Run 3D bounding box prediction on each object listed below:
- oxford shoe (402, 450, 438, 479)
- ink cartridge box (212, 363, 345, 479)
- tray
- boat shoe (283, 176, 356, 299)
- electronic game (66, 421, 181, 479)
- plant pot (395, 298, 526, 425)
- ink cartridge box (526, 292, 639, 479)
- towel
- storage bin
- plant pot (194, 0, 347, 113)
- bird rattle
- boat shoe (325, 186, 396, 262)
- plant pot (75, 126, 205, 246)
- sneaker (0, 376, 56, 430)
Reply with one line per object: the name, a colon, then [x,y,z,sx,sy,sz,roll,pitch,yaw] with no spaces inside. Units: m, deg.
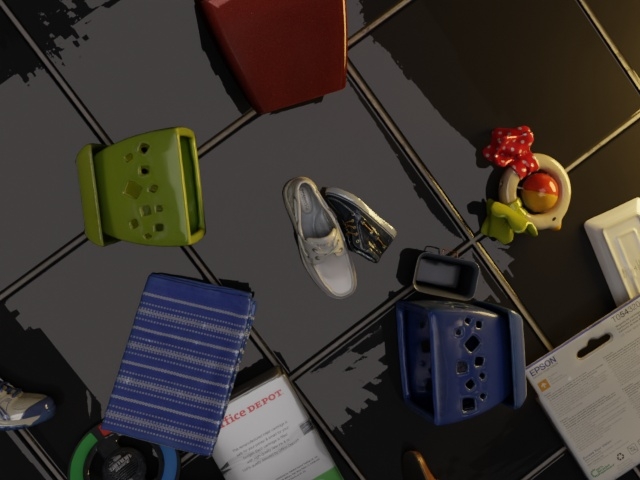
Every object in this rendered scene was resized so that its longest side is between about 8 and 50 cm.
oxford shoe: [0.241,0.544,1.974,0.076,0.076,0.212,-26,94,-35]
ink cartridge box: [-0.102,0.433,1.889,0.211,0.121,0.289,-28,96,-3]
tray: [0.696,0.055,2.009,0.145,0.030,0.270,-24,96,-4]
boat shoe: [0.000,0.000,1.890,0.098,0.096,0.277,-27,97,-8]
electronic game: [-0.397,0.462,1.843,0.230,0.048,0.229,0,57,0]
plant pot: [0.292,0.236,1.875,0.212,0.236,0.235,-4,93,-12]
ink cartridge box: [0.649,0.324,1.997,0.324,0.071,0.330,-32,96,-1]
towel: [-0.282,0.243,1.829,0.243,0.040,0.335,12,75,11]
storage bin: [0.256,0.066,1.927,0.135,0.091,0.098,11,92,-8]
plant pot: [-0.081,-0.392,1.790,0.268,0.267,0.235,-17,107,-6]
bird rattle: [0.436,-0.115,1.947,0.207,0.143,0.253,12,79,-19]
boat shoe: [0.072,-0.032,1.897,0.183,0.065,0.083,36,73,-16]
plant pot: [-0.350,-0.098,1.786,0.207,0.227,0.228,-7,95,0]
sneaker: [-0.680,0.304,1.820,0.297,0.112,0.130,4,92,-8]
